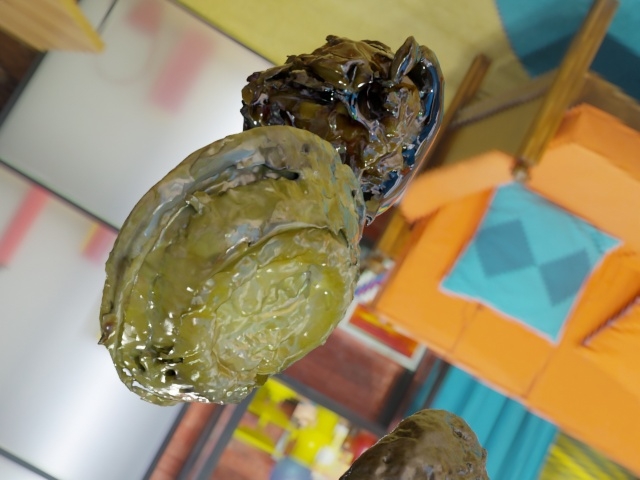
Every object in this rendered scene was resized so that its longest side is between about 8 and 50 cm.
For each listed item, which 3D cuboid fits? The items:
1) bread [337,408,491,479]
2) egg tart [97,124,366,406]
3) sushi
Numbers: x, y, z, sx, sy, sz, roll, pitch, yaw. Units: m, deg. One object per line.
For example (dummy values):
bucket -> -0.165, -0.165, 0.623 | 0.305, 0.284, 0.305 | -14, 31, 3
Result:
bread -> 0.077, 0.276, 1.278 | 0.123, 0.230, 0.230 | 46, 172, 17
egg tart -> -0.060, 0.037, 1.078 | 0.095, 0.279, 0.279 | 41, 178, 42
sushi -> 0.020, -0.126, 1.384 | 0.213, 0.204, 0.200 | 12, -177, 7
